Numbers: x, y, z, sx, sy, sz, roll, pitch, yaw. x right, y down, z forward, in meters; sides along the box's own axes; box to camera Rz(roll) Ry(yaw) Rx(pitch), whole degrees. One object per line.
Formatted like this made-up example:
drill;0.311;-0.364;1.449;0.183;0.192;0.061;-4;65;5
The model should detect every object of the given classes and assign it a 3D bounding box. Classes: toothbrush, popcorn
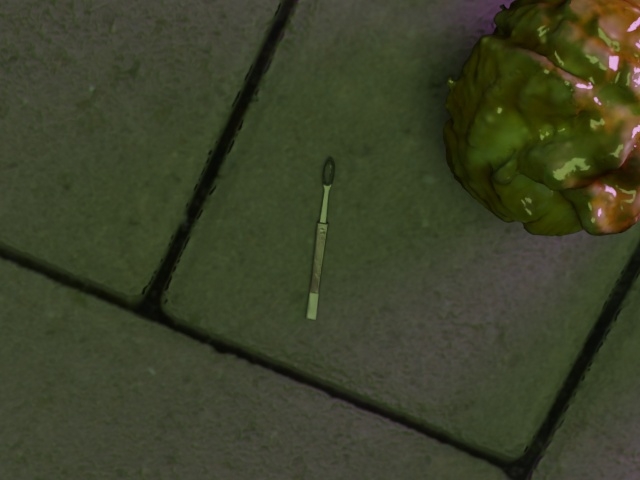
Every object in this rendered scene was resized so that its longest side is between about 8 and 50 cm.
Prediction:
toothbrush;0.000;0.000;1.513;0.014;0.017;0.194;7;105;1
popcorn;0.268;-0.143;1.361;0.247;0.282;0.282;28;104;32
